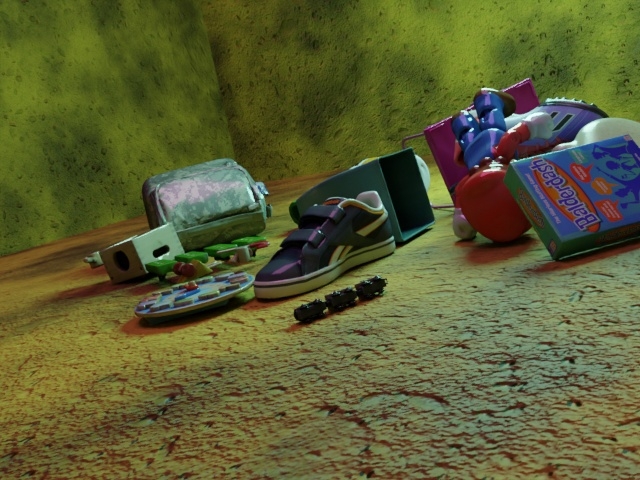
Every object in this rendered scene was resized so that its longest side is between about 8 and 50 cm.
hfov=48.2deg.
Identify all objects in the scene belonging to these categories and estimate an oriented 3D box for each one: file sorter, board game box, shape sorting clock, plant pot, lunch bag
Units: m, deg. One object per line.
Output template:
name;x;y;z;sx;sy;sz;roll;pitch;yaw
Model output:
file sorter;0.370;-0.221;1.703;0.290;0.202;0.182;-27;10;-14
board game box;0.404;-0.069;1.064;0.210;0.160;0.047;-15;-35;-12
shape sorting clock;-0.210;0.087;1.197;0.206;0.040;0.206;-17;9;3
plant pot;0.081;-0.070;1.478;0.234;0.166;0.165;-16;6;34
lunch bag;-0.302;-0.078;1.903;0.305;0.213;0.256;-15;26;-16

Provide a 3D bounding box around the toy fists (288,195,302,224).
toy fists;0.060;-0.087;1.802;0.279;0.096;0.142;-2;23;42

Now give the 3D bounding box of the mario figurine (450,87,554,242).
mario figurine;0.321;-0.117;1.276;0.170;0.198;0.321;2;48;2

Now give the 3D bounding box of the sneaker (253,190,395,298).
sneaker;0.000;0.000;1.238;0.126;0.128;0.321;-2;15;43

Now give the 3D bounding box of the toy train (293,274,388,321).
toy train;0.030;0.081;1.006;0.158;0.027;0.036;-18;0;-31

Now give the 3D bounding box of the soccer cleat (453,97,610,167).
soccer cleat;0.399;-0.197;1.386;0.318;0.117;0.108;5;-25;47

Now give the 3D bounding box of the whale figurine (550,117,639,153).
whale figurine;0.482;-0.090;1.202;0.216;0.141;0.272;27;51;24

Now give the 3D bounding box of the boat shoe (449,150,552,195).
boat shoe;0.415;-0.108;1.430;0.158;0.127;0.340;-26;7;-33

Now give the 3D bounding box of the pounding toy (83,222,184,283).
pounding toy;-0.449;0.052;1.636;0.206;0.094;0.181;-17;9;37

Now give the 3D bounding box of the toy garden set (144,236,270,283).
toy garden set;-0.220;0.046;1.496;0.244;0.049;0.203;-16;8;-26

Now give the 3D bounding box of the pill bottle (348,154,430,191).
pill bottle;0.173;-0.162;1.965;0.136;0.137;0.245;-17;10;-30
